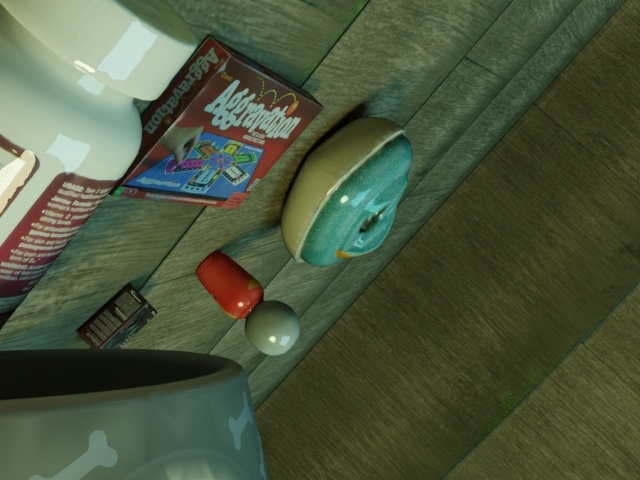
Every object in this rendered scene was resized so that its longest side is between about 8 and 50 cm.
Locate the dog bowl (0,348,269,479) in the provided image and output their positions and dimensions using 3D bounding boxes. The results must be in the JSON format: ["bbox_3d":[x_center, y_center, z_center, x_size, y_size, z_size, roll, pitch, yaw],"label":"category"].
[{"bbox_3d":[-0.196,0.126,0.553,0.349,0.349,0.102,5,84,-76],"label":"dog bowl"}]

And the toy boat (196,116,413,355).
[{"bbox_3d":[0.000,0.000,1.190,0.318,0.148,0.267,-42,169,-20],"label":"toy boat"}]

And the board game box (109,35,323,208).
[{"bbox_3d":[-0.086,-0.094,0.846,0.145,0.027,0.281,-49,169,10],"label":"board game box"}]

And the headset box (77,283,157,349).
[{"bbox_3d":[-0.219,0.091,1.003,0.083,0.032,0.062,-45,169,-11],"label":"headset box"}]

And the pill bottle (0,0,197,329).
[{"bbox_3d":[-0.167,-0.044,0.466,0.221,0.121,0.121,-48,169,14],"label":"pill bottle"}]
